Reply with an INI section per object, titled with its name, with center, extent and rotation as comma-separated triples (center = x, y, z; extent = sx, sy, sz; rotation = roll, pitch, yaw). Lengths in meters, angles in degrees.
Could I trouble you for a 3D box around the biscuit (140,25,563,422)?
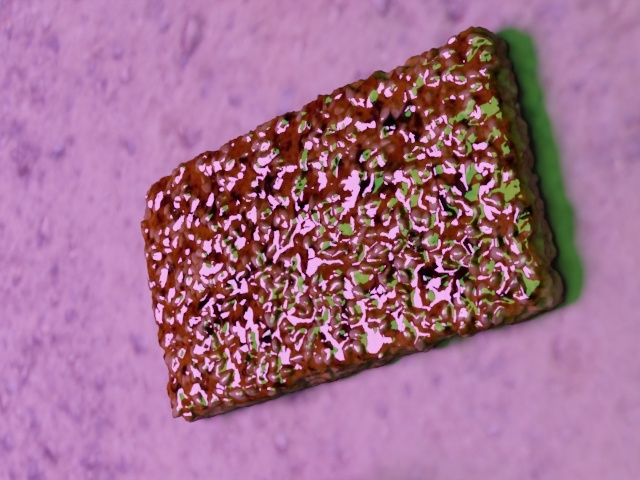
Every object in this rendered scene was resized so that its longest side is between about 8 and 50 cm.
[biscuit]
center = 0.000, 0.000, 0.642
extent = 0.230, 0.025, 0.131
rotation = -23, 70, 37
